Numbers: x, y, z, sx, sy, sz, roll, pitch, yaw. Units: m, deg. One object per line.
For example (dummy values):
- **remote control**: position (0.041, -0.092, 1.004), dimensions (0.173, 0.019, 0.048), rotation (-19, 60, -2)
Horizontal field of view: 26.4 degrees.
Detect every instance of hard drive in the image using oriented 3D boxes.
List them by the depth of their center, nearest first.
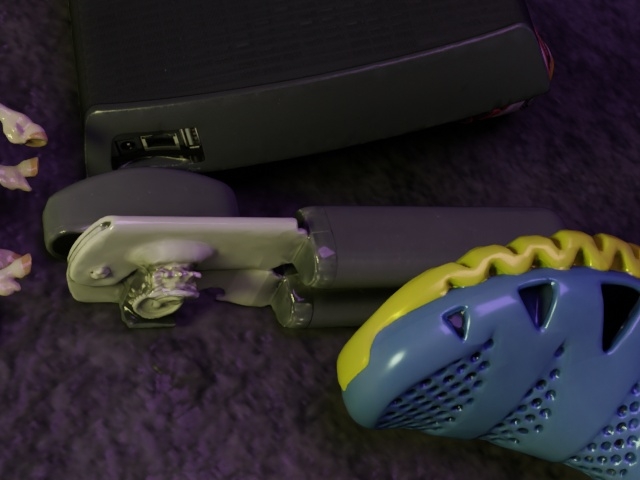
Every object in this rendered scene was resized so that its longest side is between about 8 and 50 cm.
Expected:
- **hard drive**: position (-0.015, -0.129, 0.750), dimensions (0.254, 0.054, 0.172), rotation (-11, 60, 0)

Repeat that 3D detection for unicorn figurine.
- **unicorn figurine**: position (-0.193, -0.033, 0.663), dimensions (0.111, 0.060, 0.162), rotation (10, 54, -18)

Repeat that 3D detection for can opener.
- **can opener**: position (0.000, 0.000, 0.714), dimensions (0.280, 0.074, 0.093), rotation (3, 56, -22)

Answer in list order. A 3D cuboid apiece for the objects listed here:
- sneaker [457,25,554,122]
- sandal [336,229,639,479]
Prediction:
- **sneaker**: position (0.061, -0.162, 0.861), dimensions (0.092, 0.088, 0.225), rotation (-7, 58, -51)
- **sandal**: position (0.162, 0.078, 0.704), dimensions (0.317, 0.126, 0.138), rotation (1, 61, -21)
